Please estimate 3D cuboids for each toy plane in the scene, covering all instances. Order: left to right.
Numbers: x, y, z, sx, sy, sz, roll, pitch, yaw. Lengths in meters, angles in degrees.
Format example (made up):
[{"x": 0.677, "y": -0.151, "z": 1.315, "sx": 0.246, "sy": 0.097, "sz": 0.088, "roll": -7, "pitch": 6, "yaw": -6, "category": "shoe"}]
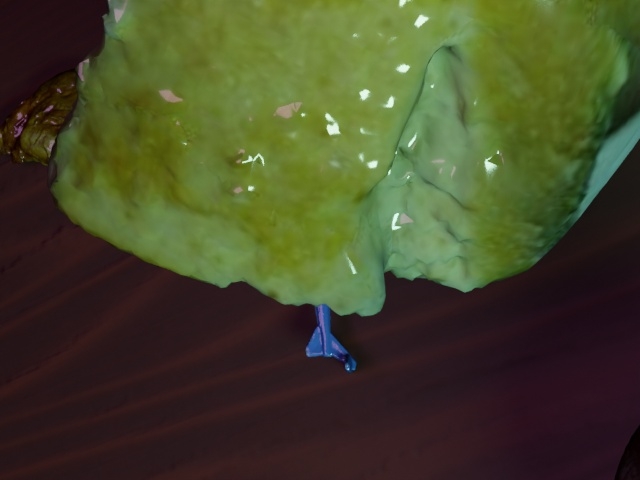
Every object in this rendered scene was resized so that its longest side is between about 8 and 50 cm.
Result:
[{"x": 0.000, "y": 0.000, "z": 1.013, "sx": 0.062, "sy": 0.054, "sz": 0.167, "roll": -5, "pitch": 84, "yaw": 3, "category": "toy plane"}]

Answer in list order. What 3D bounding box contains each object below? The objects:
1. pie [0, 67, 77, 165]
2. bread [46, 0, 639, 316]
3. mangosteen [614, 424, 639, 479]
[{"x": -0.148, "y": -0.074, "z": 1.104, "sx": 0.191, "sy": 0.033, "sz": 0.088, "roll": 22, "pitch": 94, "yaw": 28, "category": "pie"}, {"x": 0.054, "y": -0.132, "z": 0.860, "sx": 0.264, "sy": 0.395, "sz": 0.239, "roll": 23, "pitch": 119, "yaw": 3, "category": "bread"}, {"x": 0.236, "y": 0.153, "z": 0.794, "sx": 0.210, "sy": 0.210, "sz": 0.210, "roll": -2, "pitch": 87, "yaw": 28, "category": "mangosteen"}]
